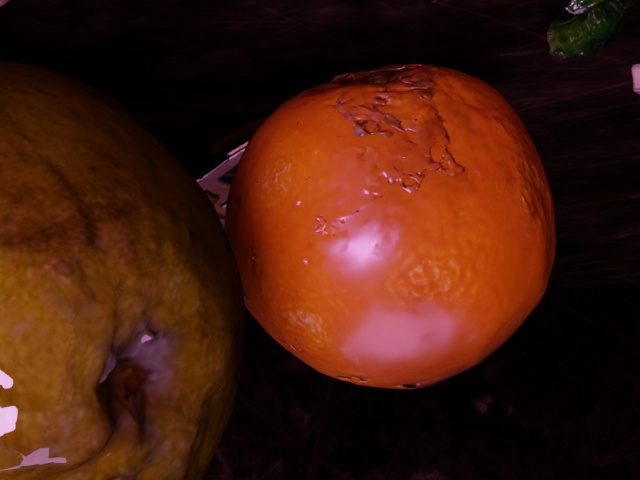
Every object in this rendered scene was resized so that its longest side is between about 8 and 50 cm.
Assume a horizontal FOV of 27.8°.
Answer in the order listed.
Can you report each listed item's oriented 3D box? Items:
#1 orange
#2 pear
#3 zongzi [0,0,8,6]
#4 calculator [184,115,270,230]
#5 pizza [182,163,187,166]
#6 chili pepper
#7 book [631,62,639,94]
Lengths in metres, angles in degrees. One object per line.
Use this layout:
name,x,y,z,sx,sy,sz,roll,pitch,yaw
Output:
orange,0.051,-0.009,0.960,0.246,0.246,0.246,-5,173,-1
pear,-0.219,0.046,0.849,0.352,0.352,0.413,1,-169,-40
zongzi,-0.333,-0.093,0.585,0.300,0.145,0.274,-26,161,17
calculator,-0.086,-0.027,1.167,0.236,0.033,0.157,-38,146,23
pizza,-0.096,-0.030,1.320,0.228,0.081,0.289,-10,166,0
chili pepper,0.178,-0.142,0.828,0.055,0.035,0.118,-22,176,2
book,0.393,-0.131,1.090,0.202,0.027,0.264,-9,172,26
